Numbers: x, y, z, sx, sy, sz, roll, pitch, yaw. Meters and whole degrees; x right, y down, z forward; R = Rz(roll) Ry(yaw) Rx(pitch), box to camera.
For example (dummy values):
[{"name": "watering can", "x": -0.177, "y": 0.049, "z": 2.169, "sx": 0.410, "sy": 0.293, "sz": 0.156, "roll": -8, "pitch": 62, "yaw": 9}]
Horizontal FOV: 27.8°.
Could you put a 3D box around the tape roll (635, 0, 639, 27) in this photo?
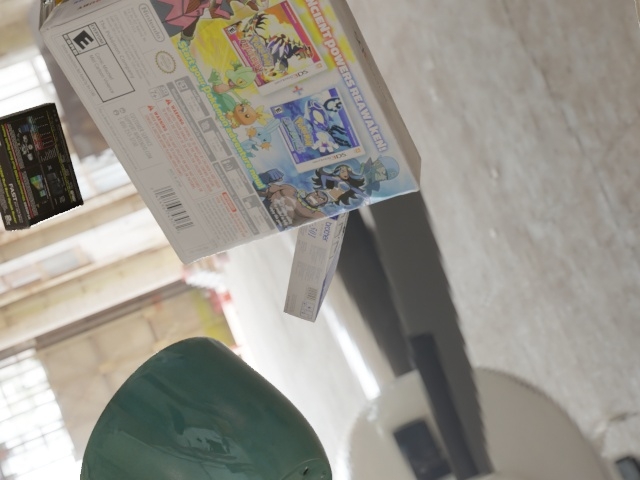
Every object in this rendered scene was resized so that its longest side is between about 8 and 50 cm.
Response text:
[{"name": "tape roll", "x": 0.468, "y": -0.243, "z": 1.169, "sx": 0.392, "sy": 0.072, "sz": 0.392, "roll": 16, "pitch": 114, "yaw": 41}]

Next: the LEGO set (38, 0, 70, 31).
[{"name": "LEGO set", "x": -0.229, "y": -0.289, "z": 1.065, "sx": 0.192, "sy": 0.331, "sz": 0.255, "roll": -23, "pitch": 72, "yaw": 56}]

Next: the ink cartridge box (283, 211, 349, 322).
[{"name": "ink cartridge box", "x": 0.000, "y": 0.000, "z": 1.572, "sx": 0.207, "sy": 0.046, "sz": 0.097, "roll": 102, "pitch": -172, "yaw": -52}]

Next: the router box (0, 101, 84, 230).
[{"name": "router box", "x": -0.314, "y": -0.080, "z": 1.404, "sx": 0.092, "sy": 0.038, "sz": 0.122, "roll": -29, "pitch": -72, "yaw": -54}]

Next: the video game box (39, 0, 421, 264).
[{"name": "video game box", "x": -0.055, "y": -0.096, "z": 0.868, "sx": 0.048, "sy": 0.187, "sz": 0.205, "roll": -77, "pitch": -34, "yaw": -52}]

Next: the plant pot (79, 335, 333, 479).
[{"name": "plant pot", "x": -0.129, "y": 0.309, "z": 1.697, "sx": 0.235, "sy": 0.293, "sz": 0.293, "roll": 30, "pitch": 151, "yaw": 31}]
